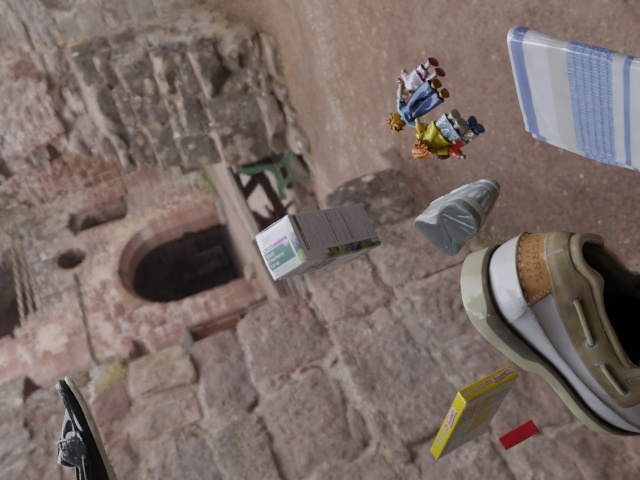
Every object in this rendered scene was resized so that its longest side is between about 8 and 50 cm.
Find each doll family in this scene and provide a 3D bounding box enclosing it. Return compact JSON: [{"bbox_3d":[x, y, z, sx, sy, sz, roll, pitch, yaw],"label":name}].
[{"bbox_3d":[0.239,-0.284,1.639,0.163,0.118,0.263,-38,83,46],"label":"doll family"}]

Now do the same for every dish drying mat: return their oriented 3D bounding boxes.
[{"bbox_3d":[0.432,0.423,1.543,0.032,0.083,0.008,59,-173,12],"label":"dish drying mat"}]

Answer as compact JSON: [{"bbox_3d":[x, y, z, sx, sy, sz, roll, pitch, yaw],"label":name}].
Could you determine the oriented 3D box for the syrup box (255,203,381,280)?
[{"bbox_3d":[0.000,0.000,1.329,0.093,0.237,0.096,-33,78,36],"label":"syrup box"}]

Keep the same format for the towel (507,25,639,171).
[{"bbox_3d":[0.354,-0.147,0.816,0.285,0.034,0.209,27,166,35],"label":"towel"}]

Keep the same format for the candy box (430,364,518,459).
[{"bbox_3d":[0.244,0.280,1.142,0.027,0.105,0.206,56,154,33],"label":"candy box"}]

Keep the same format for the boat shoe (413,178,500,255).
[{"bbox_3d":[0.291,-0.050,1.522,0.118,0.103,0.320,45,166,5],"label":"boat shoe"}]

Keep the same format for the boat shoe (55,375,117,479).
[{"bbox_3d":[-0.400,0.340,1.174,0.084,0.079,0.233,-21,88,69],"label":"boat shoe"}]

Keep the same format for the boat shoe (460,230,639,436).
[{"bbox_3d":[0.252,0.088,0.599,0.302,0.103,0.113,30,-127,-32],"label":"boat shoe"}]
